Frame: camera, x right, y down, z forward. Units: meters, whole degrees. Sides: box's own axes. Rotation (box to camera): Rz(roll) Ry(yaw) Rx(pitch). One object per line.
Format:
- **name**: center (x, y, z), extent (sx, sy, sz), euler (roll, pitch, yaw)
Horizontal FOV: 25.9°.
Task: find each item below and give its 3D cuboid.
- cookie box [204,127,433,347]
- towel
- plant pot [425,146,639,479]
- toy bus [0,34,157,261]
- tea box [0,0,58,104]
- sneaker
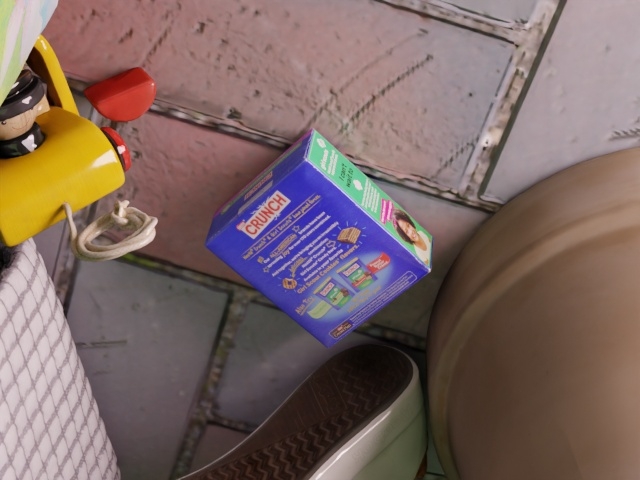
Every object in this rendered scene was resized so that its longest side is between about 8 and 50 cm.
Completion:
- **cookie box**: center (0.000, 0.000, 0.850), extent (0.107, 0.040, 0.092), euler (41, 118, -20)
- **towel**: center (-0.228, 0.154, 0.827), extent (0.121, 0.283, 0.235), euler (-3, 122, 13)
- **plant pot**: center (0.218, 0.151, 0.787), extent (0.323, 0.280, 0.323), euler (2, 124, 4)
- **toy bus**: center (-0.182, -0.069, 0.734), extent (0.202, 0.191, 0.104), euler (-10, 121, 12)
- **tea box**: center (-0.198, -0.240, 0.548), extent (0.220, 0.323, 0.329), euler (13, 124, -3)
- **sneaker**: center (-0.035, 0.195, 0.869), extent (0.290, 0.106, 0.123), euler (-35, 131, -22)
